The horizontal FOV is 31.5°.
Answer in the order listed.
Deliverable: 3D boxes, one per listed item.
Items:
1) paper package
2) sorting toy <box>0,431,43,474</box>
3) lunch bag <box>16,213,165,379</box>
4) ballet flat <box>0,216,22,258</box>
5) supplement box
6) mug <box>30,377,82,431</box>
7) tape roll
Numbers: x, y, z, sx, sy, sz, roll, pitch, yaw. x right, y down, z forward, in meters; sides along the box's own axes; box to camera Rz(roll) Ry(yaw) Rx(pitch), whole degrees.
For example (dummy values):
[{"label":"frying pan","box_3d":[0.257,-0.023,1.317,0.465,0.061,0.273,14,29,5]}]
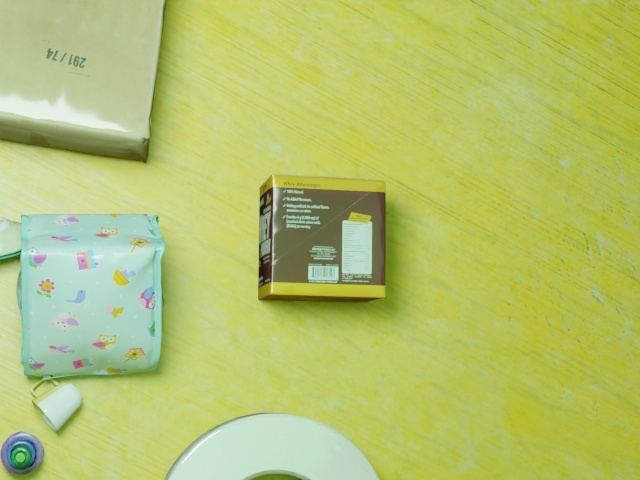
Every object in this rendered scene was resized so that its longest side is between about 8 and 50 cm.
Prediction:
[{"label":"paper package","box_3d":[-0.415,-0.306,1.800,0.325,0.168,0.309,8,80,-11]},{"label":"sorting toy","box_3d":[-0.520,0.460,1.703,0.127,0.126,0.365,27,79,-8]},{"label":"lunch bag","box_3d":[-0.356,0.097,1.764,0.223,0.160,0.262,-2,119,-14]},{"label":"ballet flat","box_3d":[-0.557,0.001,1.767,0.248,0.086,0.086,-17,87,-15]},{"label":"supplement box","box_3d":[0.000,0.000,1.873,0.191,0.129,0.194,2,83,-12]},{"label":"mug","box_3d":[-0.414,0.250,1.787,0.064,0.062,0.078,-40,99,-22]},{"label":"tape roll","box_3d":[-0.077,0.472,1.828,0.392,0.072,0.392,2,82,-12]}]
